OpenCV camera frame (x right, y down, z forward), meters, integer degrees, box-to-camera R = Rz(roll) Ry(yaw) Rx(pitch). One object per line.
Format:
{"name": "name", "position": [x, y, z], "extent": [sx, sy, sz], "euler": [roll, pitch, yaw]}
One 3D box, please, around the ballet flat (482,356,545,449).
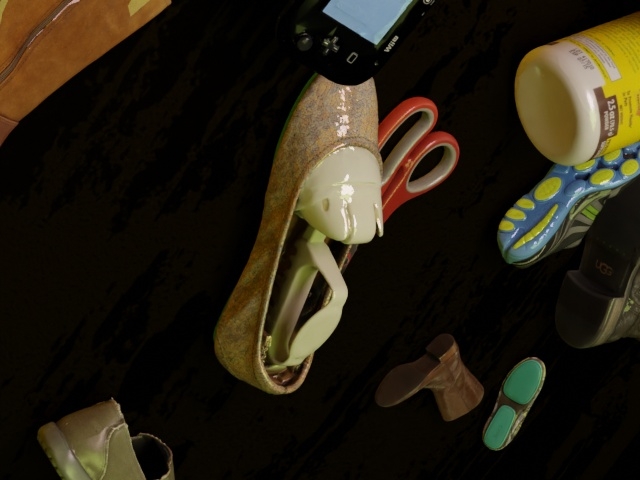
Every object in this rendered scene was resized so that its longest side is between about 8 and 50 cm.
{"name": "ballet flat", "position": [0.209, 0.172, 1.977], "extent": [0.041, 0.041, 0.114], "euler": [11, 113, -42]}

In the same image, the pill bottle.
{"name": "pill bottle", "position": [0.299, -0.154, 1.746], "extent": [0.215, 0.117, 0.117], "euler": [-21, 131, -25]}

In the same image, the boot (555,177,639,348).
{"name": "boot", "position": [0.371, 0.014, 1.962], "extent": [0.229, 0.091, 0.263], "euler": [1, 123, -45]}

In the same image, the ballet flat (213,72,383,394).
{"name": "ballet flat", "position": [0.000, 0.000, 1.634], "extent": [0.107, 0.106, 0.316], "euler": [0, 120, -38]}

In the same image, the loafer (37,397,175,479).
{"name": "loafer", "position": [-0.161, 0.233, 1.686], "extent": [0.087, 0.094, 0.251], "euler": [-37, 136, -4]}

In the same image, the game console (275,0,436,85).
{"name": "game console", "position": [0.114, -0.267, 1.453], "extent": [0.213, 0.044, 0.361], "euler": [31, 108, -28]}

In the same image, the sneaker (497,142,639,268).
{"name": "sneaker", "position": [0.251, -0.041, 1.841], "extent": [0.188, 0.067, 0.078], "euler": [-40, 158, -10]}

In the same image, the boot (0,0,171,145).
{"name": "boot", "position": [-0.256, -0.167, 1.323], "extent": [0.280, 0.096, 0.264], "euler": [-42, 136, -6]}

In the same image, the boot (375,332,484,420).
{"name": "boot", "position": [0.115, 0.160, 1.894], "extent": [0.106, 0.037, 0.114], "euler": [-37, 141, -7]}

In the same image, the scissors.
{"name": "scissors", "position": [0.021, -0.004, 1.715], "extent": [0.297, 0.021, 0.109], "euler": [-50, 139, 4]}
